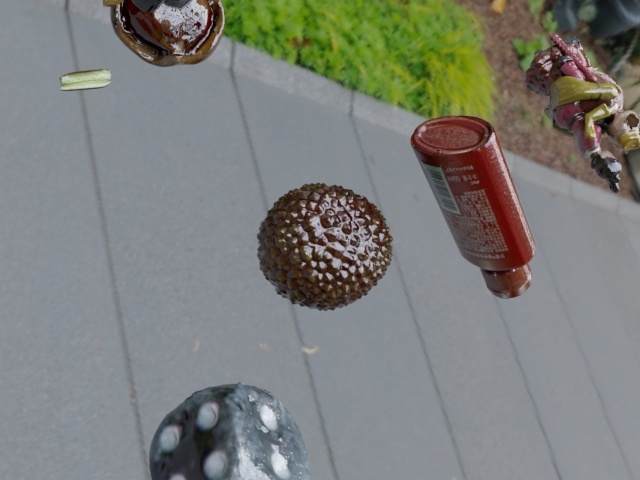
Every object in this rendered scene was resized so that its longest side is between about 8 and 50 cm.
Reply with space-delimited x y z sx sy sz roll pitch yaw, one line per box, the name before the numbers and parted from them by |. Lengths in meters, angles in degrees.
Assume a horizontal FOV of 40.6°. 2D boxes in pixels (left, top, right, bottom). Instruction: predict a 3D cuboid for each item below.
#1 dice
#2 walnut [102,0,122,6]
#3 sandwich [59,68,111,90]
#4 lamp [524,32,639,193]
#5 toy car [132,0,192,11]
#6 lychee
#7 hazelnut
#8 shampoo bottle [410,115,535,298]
dice | -0.136 0.337 1.302 0.181 0.182 0.183 31 32 -46
walnut | -0.343 -0.443 1.455 0.052 0.121 0.091 0 72 -9
sandwich | -0.378 -0.255 1.378 0.083 0.044 0.031 -11 104 -26
lamp | 0.411 -0.193 1.303 0.118 0.118 0.253 11 41 -48
toy car | -0.192 -0.275 0.730 0.209 0.089 0.108 8 64 -31
lychee | 0.000 0.000 1.187 0.188 0.188 0.188 32 42 -33
hazelnut | -0.275 -0.406 1.579 0.160 0.201 0.170 -84 171 -73
shampoo bottle | 0.226 -0.039 1.203 0.314 0.118 0.076 58 47 -41
